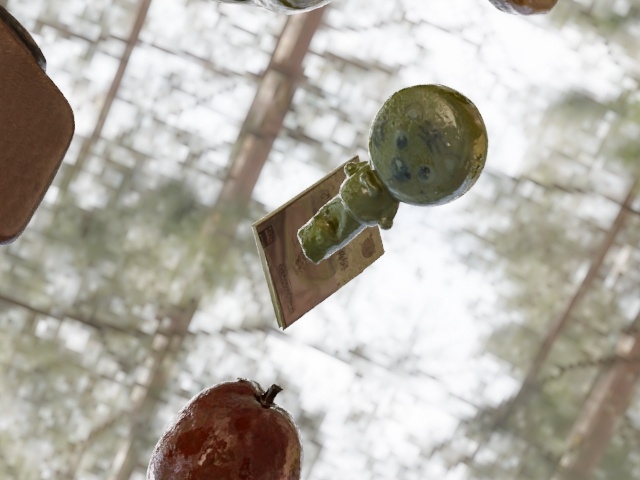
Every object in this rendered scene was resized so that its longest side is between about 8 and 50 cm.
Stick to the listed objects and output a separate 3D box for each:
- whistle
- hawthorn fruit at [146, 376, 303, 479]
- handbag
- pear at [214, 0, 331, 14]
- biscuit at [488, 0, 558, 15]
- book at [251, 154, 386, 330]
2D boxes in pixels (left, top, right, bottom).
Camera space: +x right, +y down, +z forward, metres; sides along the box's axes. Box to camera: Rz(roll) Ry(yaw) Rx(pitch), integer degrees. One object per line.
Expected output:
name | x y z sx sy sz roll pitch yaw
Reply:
whistle | 0.060 -0.051 1.678 0.057 0.198 0.104 -1 -127 -56
hawthorn fruit | -0.096 0.253 2.302 0.185 0.202 0.185 28 -172 -4
handbag | -0.270 -0.099 1.460 0.072 0.151 0.193 3 142 41
pear | -0.010 -0.403 1.922 0.340 0.386 0.191 6 175 45
biscuit | 0.183 -0.281 1.724 0.050 0.170 0.170 6 -167 32
book | 0.000 0.000 2.154 0.014 0.127 0.182 8 -148 41
